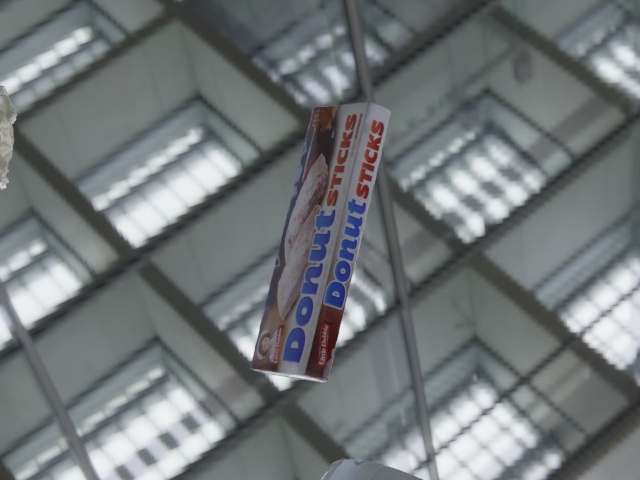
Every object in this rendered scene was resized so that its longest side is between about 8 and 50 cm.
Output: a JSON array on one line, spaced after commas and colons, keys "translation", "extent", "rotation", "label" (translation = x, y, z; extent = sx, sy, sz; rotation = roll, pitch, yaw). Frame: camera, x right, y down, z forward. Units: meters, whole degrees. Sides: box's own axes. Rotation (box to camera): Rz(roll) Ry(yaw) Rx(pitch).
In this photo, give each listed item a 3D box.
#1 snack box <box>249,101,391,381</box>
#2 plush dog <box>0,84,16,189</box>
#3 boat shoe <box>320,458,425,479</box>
[{"translation": [0.000, 0.000, 1.107], "extent": [0.064, 0.022, 0.178], "rotation": [1, -105, 55], "label": "snack box"}, {"translation": [-0.286, -0.042, 0.699], "extent": [0.262, 0.211, 0.225], "rotation": [-17, -156, 15], "label": "plush dog"}, {"translation": [0.076, 0.206, 0.963], "extent": [0.301, 0.108, 0.102], "rotation": [16, -113, 54], "label": "boat shoe"}]
